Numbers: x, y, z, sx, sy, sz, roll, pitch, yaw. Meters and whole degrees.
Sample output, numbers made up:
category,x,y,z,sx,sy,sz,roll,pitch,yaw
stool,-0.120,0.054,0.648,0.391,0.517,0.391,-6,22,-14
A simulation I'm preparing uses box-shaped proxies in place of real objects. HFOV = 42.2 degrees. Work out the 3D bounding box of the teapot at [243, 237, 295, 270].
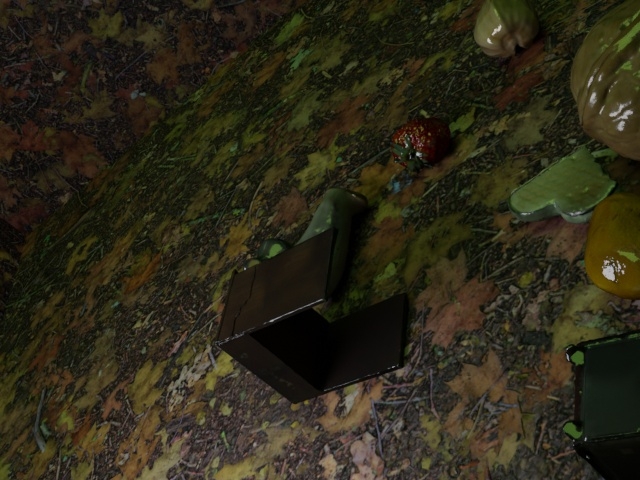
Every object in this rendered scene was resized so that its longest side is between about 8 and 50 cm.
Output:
category,x,y,z,sx,sy,sz,roll,pitch,yaw
teapot,-0.099,0.071,1.975,0.166,0.130,0.119,31,45,31

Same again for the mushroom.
category,x,y,z,sx,sy,sz,roll,pitch,yaw
mushroom,0.000,0.000,1.914,0.328,0.159,0.122,-64,0,-33

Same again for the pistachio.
category,x,y,z,sx,sy,sz,roll,pitch,yaw
pistachio,0.436,-0.519,1.973,0.157,0.157,0.229,-31,22,25

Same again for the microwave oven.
category,x,y,z,sx,sy,sz,roll,pitch,yaw
microwave oven,0.466,0.207,1.065,0.247,0.178,0.188,-19,43,38

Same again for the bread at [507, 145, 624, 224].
category,x,y,z,sx,sy,sz,roll,pitch,yaw
bread,0.460,-0.097,1.534,0.232,0.064,0.172,-2,52,48

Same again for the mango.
category,x,y,z,sx,sy,sz,roll,pitch,yaw
mango,0.490,0.004,1.335,0.147,0.109,0.227,-37,30,24

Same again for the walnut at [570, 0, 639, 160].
category,x,y,z,sx,sy,sz,roll,pitch,yaw
walnut,0.579,-0.286,1.413,0.313,0.277,0.252,-36,-6,8

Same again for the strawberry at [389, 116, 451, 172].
category,x,y,z,sx,sy,sz,roll,pitch,yaw
strawberry,0.235,-0.233,1.916,0.131,0.131,0.148,3,64,52

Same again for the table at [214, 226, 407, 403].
category,x,y,z,sx,sy,sz,roll,pitch,yaw
table,-0.013,0.152,1.649,0.282,0.250,0.196,-26,36,33
